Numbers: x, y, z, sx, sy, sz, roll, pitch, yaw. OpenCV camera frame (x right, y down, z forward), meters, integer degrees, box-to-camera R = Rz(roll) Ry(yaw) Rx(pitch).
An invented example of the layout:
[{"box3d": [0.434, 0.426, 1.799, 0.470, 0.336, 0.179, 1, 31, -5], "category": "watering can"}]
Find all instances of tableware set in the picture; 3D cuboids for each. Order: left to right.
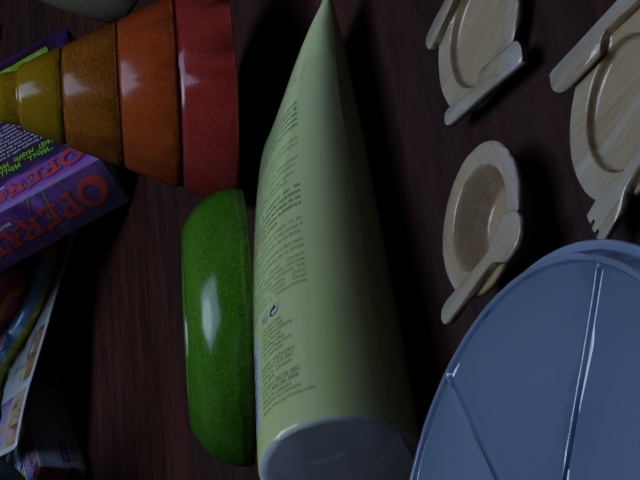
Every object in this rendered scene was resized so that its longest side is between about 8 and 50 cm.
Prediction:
[{"box3d": [0.072, -0.061, 0.561, 0.141, 0.020, 0.168, 125, 146, -50], "category": "tableware set"}]

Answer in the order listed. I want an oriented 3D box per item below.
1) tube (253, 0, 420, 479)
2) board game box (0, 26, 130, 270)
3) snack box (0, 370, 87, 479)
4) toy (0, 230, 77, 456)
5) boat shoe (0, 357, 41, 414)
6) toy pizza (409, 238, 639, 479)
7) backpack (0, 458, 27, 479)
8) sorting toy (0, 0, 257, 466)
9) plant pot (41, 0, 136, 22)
[{"box3d": [0.000, 0.000, 0.682, 0.070, 0.062, 0.240, -26, 41, 17], "category": "tube"}, {"box3d": [-0.307, -0.011, 1.156, 0.056, 0.347, 0.208, 60, -177, -31], "category": "board game box"}, {"box3d": [-0.198, 0.165, 1.141, 0.141, 0.037, 0.100, -126, 47, -62], "category": "snack box"}, {"box3d": [-0.230, 0.049, 1.165, 0.137, 0.056, 0.237, -33, 42, 50], "category": "toy"}, {"box3d": [-0.269, 0.030, 1.305, 0.095, 0.095, 0.257, 124, 148, -59], "category": "boat shoe"}, {"box3d": [0.077, 0.100, 0.470, 0.201, 0.032, 0.201, -172, 90, -68], "category": "toy pizza"}, {"box3d": [-0.245, 0.234, 0.983, 0.225, 0.191, 0.253, 55, 145, 23], "category": "backpack"}, {"box3d": [-0.093, 0.022, 0.760, 0.127, 0.126, 0.365, 95, 170, -51], "category": "sorting toy"}, {"box3d": [-0.214, -0.310, 1.158, 0.284, 0.191, 0.284, -172, 90, -68], "category": "plant pot"}]
